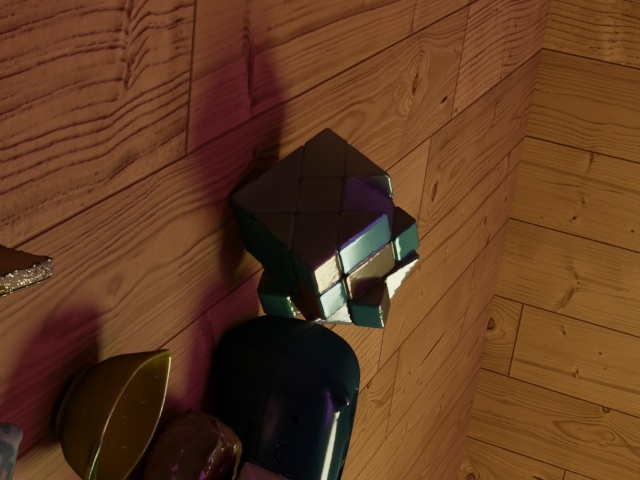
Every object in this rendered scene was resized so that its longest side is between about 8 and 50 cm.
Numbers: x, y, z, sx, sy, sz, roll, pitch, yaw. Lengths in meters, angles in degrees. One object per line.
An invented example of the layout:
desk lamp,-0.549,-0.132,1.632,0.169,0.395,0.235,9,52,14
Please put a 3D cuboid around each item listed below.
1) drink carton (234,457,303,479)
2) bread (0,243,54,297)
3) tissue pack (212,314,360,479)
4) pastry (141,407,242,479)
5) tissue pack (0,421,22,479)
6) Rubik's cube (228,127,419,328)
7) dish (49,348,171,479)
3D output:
drink carton,-0.075,0.479,1.594,0.132,0.194,0.325,-64,175,-54
bread,-0.304,0.034,1.009,0.153,0.068,0.028,-28,129,-65
tissue pack,-0.048,0.265,1.685,0.198,0.206,0.287,-26,131,-66
pastry,-0.178,0.319,1.534,0.192,0.093,0.182,77,35,-68
tissue pack,-0.377,0.290,0.932,0.228,0.128,0.311,16,89,-70
Rubik's cube,0.000,0.000,1.590,0.224,0.265,0.213,-36,145,-16
dish,-0.243,0.197,1.288,0.149,0.080,0.208,87,26,-52
